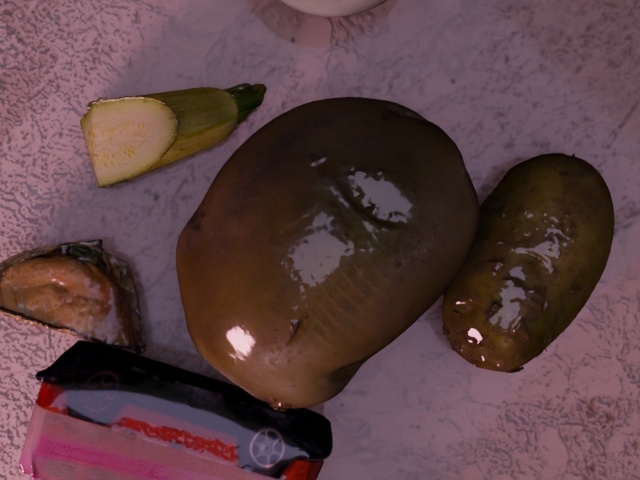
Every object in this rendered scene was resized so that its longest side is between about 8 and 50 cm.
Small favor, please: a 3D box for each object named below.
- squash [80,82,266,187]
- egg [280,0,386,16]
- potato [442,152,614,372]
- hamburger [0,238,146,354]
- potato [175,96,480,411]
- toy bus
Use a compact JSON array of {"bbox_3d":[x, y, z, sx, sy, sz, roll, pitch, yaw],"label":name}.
[{"bbox_3d":[-0.148,-0.123,1.296,0.200,0.075,0.090,-19,67,-4],"label":"squash"},{"bbox_3d":[0.041,-0.398,1.223,0.230,0.230,0.371,18,86,-4],"label":"egg"},{"bbox_3d":[0.217,0.020,1.306,0.149,0.113,0.251,25,81,4],"label":"potato"},{"bbox_3d":[-0.252,0.048,1.295,0.176,0.087,0.102,16,79,3],"label":"hamburger"},{"bbox_3d":[0.000,0.000,1.236,0.326,0.221,0.243,-43,96,3],"label":"potato"},{"bbox_3d":[-0.147,0.205,1.281,0.303,0.127,0.147,19,95,-5],"label":"toy bus"}]
